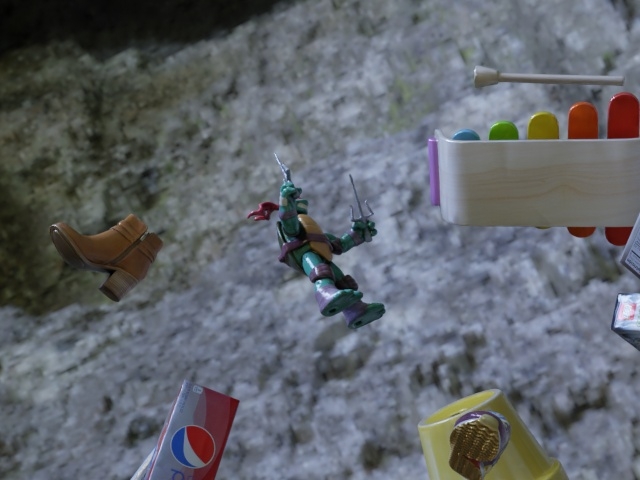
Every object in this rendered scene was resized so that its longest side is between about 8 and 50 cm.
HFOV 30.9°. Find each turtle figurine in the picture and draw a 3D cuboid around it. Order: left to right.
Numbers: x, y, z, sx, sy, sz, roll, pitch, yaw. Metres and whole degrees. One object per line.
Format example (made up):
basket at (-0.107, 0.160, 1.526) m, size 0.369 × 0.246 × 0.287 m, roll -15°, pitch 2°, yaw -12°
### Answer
turtle figurine at (0.000, 0.000, 1.533) m, size 0.175 × 0.118 × 0.234 m, roll 8°, pitch -132°, yaw -45°

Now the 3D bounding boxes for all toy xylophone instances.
toy xylophone at (0.296, -0.111, 1.496) m, size 0.081 × 0.322 × 0.236 m, roll -57°, pitch -27°, yaw -66°

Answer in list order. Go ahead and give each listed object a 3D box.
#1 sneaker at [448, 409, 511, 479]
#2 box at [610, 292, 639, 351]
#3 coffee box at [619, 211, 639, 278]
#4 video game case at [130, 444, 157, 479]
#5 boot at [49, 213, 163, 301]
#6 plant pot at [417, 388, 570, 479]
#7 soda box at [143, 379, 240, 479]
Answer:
sneaker at (0.212, 0.247, 1.504) m, size 0.069 × 0.084 × 0.185 m, roll 31°, pitch 153°, yaw 13°
box at (0.361, 0.102, 1.039) m, size 0.207 × 0.114 × 0.036 m, roll 32°, pitch -114°, yaw -40°
coffee box at (0.475, -0.068, 1.322) m, size 0.119 × 0.168 × 0.297 m, roll 45°, pitch 149°, yaw 29°
video game case at (-0.290, 0.430, 1.828) m, size 0.036 × 0.300 × 0.329 m, roll 36°, pitch 177°, yaw 8°
boot at (-0.399, 0.000, 2.171) m, size 0.197 × 0.073 × 0.152 m, roll 48°, pitch -121°, yaw -21°
plant pot at (0.293, 0.404, 2.056) m, size 0.239 × 0.254 × 0.254 m, roll 66°, pitch -168°, yaw 2°
soda box at (-0.187, 0.319, 1.500) m, size 0.083 × 0.092 × 0.263 m, roll 22°, pitch -126°, yaw -8°
